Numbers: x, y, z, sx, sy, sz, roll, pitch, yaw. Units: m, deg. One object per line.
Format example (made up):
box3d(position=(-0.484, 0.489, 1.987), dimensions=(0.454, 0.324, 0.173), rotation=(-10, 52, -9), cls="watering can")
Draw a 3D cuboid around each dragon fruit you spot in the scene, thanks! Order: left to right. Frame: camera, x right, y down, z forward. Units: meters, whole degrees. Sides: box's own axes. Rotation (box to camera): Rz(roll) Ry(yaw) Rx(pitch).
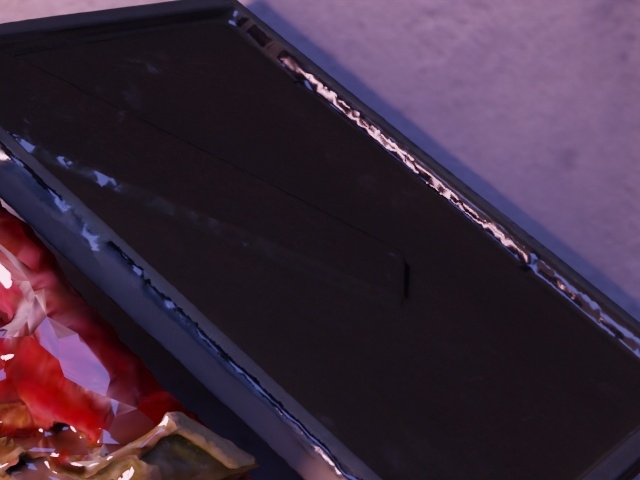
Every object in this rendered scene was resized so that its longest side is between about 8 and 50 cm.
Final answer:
box3d(position=(-0.125, 0.094, 0.552), dimensions=(0.152, 0.205, 0.317), rotation=(-42, 69, -16), cls="dragon fruit")

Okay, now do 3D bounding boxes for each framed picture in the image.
box3d(position=(0.000, 0.000, 0.617), dimensions=(0.315, 0.024, 0.232), rotation=(42, 31, 19), cls="framed picture")
